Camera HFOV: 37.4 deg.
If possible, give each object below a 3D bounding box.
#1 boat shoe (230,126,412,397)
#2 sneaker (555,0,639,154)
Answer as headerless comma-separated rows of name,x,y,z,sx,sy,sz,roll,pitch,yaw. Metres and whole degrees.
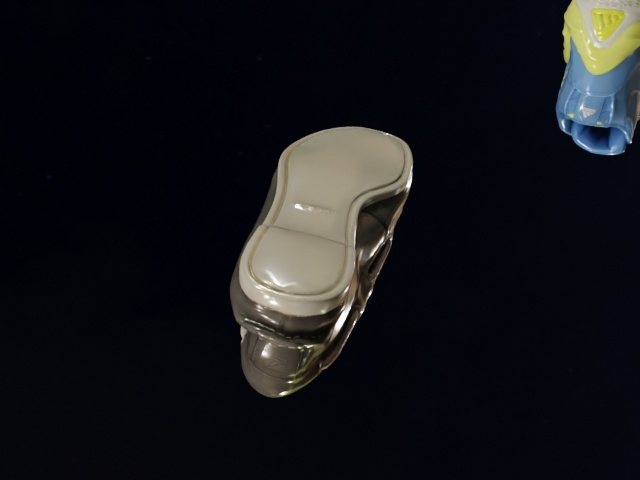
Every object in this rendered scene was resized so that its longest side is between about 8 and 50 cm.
boat shoe,0.000,0.000,0.779,0.335,0.112,0.095,-61,-14,-59
sneaker,0.244,-0.141,0.807,0.240,0.091,0.126,-13,-61,-61
